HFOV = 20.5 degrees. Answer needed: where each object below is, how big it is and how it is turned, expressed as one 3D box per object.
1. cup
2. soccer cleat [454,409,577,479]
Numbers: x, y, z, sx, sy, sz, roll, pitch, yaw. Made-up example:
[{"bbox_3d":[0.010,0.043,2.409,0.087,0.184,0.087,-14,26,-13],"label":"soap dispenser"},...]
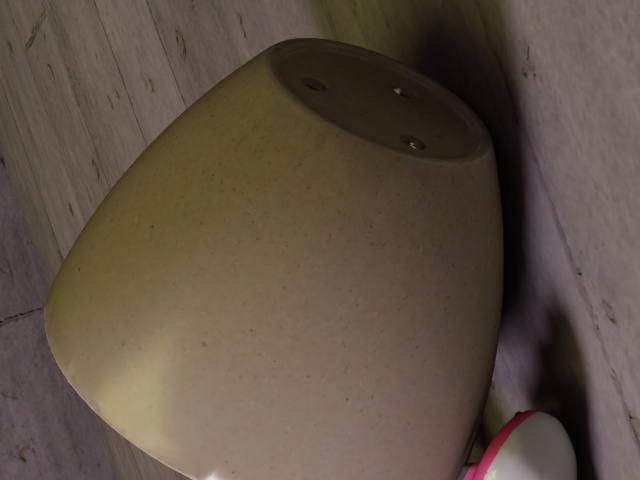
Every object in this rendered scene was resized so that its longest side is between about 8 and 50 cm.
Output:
[{"bbox_3d":[0.000,0.000,1.250,0.331,0.331,0.237,52,127,44],"label":"cup"},{"bbox_3d":[0.168,0.262,1.310,0.143,0.116,0.331,31,140,28],"label":"soccer cleat"}]
